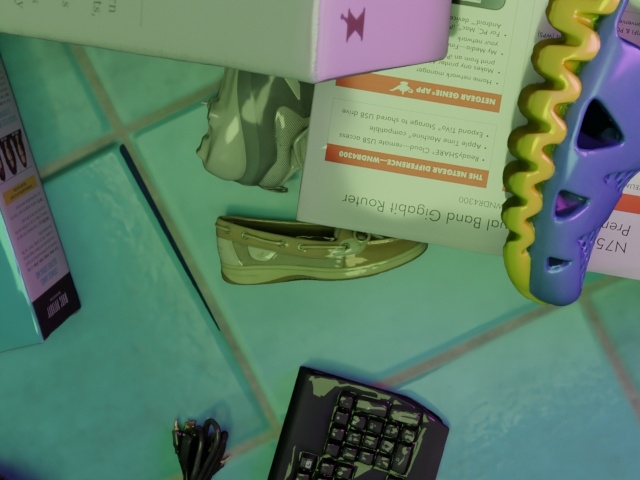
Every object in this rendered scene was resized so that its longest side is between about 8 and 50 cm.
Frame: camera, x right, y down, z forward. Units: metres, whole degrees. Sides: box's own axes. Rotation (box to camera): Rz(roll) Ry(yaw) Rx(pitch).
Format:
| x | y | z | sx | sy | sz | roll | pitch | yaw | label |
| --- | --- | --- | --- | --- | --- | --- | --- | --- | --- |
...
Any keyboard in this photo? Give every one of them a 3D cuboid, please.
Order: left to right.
| x | y | z | sx | sy | sz | roll | pitch | yaw | label |
| --- | --- | --- | --- | --- | --- | --- | --- | --- | --- |
| -0.037 | 0.246 | 1.318 | 0.201 | 0.033 | 0.317 | 16 | 103 | 4 | keyboard |

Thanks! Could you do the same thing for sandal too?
| x | y | z | sx | sy | sz | roll | pitch | yaw | label |
| --- | --- | --- | --- | --- | --- | --- | --- | --- | --- |
| 0.192 | -0.102 | 1.024 | 0.138 | 0.126 | 0.317 | 16 | 109 | -1 | sandal |

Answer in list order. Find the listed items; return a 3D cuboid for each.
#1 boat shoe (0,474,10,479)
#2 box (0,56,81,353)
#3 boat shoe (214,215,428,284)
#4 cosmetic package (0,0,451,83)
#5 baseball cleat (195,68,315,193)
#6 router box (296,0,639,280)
| x | y | z | sx | sy | sz | roll | pitch | yaw | label |
| --- | --- | --- | --- | --- | --- | --- | --- | --- | --- |
| -0.261 | 0.217 | 1.298 | 0.105 | 0.113 | 0.306 | -41 | 85 | 28 | boat shoe |
| -0.247 | -0.046 | 1.245 | 0.060 | 0.100 | 0.244 | -14 | 100 | 11 | box |
| 0.000 | -0.001 | 1.248 | 0.153 | 0.056 | 0.048 | -4 | 106 | 15 | boat shoe |
| -0.144 | -0.244 | 1.075 | 0.453 | 0.161 | 0.230 | 13 | 105 | 29 | cosmetic package |
| -0.017 | -0.134 | 1.223 | 0.109 | 0.072 | 0.206 | 16 | 109 | -11 | baseball cleat |
| 0.169 | -0.136 | 1.122 | 0.335 | 0.082 | 0.301 | 11 | 107 | 5 | router box |
